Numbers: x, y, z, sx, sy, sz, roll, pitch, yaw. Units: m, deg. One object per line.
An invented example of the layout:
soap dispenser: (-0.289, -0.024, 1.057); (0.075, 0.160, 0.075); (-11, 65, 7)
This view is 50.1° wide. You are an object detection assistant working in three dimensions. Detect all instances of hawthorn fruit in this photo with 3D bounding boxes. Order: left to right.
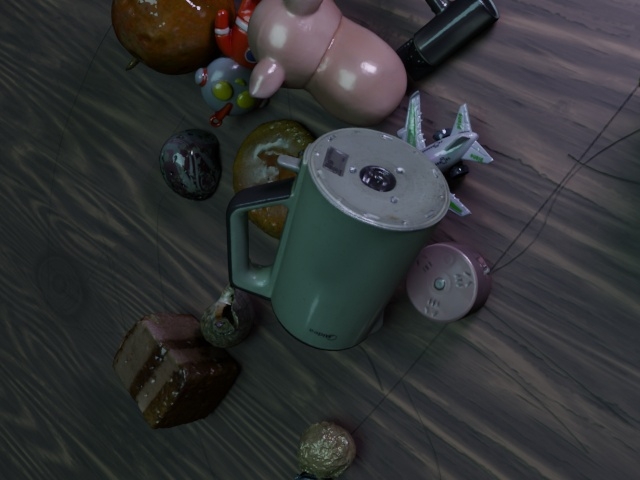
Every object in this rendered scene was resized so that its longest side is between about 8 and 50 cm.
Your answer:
hawthorn fruit: (-0.345, -0.489, 1.536); (0.298, 0.277, 0.277); (-43, 69, 13)

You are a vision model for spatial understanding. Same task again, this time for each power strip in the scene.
power strip: (0.244, 0.077, 1.299); (0.154, 0.078, 0.154); (3, 95, 36)

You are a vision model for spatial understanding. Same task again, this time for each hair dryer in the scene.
hair dryer: (0.179, -0.449, 1.263); (0.195, 0.078, 0.248); (-33, 95, 33)

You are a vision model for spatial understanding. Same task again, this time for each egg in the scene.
egg: (0.011, 0.449, 1.472); (0.140, 0.116, 0.118); (-18, 55, 35)

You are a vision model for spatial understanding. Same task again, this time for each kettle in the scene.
kettle: (0.000, 0.000, 1.261); (0.361, 0.250, 0.376); (15, 134, -6)

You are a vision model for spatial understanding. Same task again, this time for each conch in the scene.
conch: (-0.217, 0.173, 1.592); (0.130, 0.207, 0.155); (-5, 84, -9)

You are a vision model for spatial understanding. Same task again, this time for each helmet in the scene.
helmet: (-0.330, -0.184, 1.665); (0.153, 0.107, 0.177); (-2, 92, 32)

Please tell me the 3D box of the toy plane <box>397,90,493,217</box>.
toy plane: (0.200, -0.143, 1.298); (0.255, 0.101, 0.251); (-30, 77, 37)

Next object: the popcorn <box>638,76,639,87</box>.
popcorn: (0.582, -0.214, 0.940); (0.293, 0.237, 0.293); (7, 103, 35)

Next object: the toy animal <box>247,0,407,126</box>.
toy animal: (0.009, -0.349, 1.313); (0.326, 0.269, 0.237); (41, 110, 22)

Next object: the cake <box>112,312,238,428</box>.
cake: (-0.370, 0.292, 1.687); (0.293, 0.196, 0.199); (46, 116, 29)

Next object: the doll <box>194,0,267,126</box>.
doll: (-0.167, -0.385, 1.490); (0.336, 0.200, 0.105); (-55, 34, 30)

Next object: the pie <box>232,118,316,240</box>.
pie: (-0.090, -0.135, 1.523); (0.273, 0.069, 0.273); (5, 99, 30)

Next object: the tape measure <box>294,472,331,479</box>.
tape measure: (-0.016, 0.563, 1.537); (0.094, 0.054, 0.091); (-12, 88, 26)
